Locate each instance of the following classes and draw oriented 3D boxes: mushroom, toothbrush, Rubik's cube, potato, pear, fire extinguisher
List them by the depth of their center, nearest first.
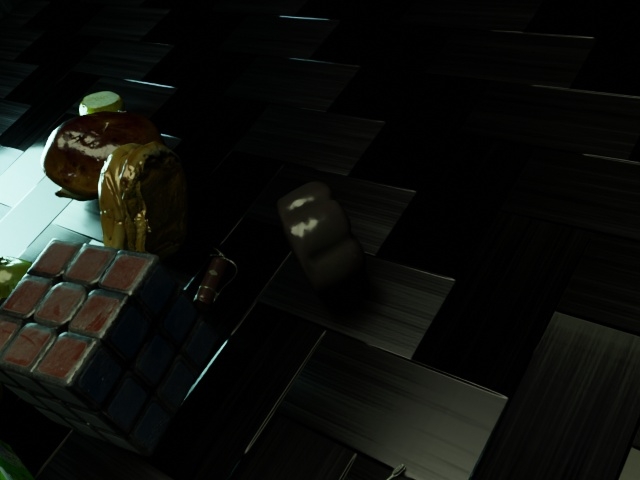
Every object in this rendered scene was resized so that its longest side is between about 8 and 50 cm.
[{"bbox_3d":[0.078,0.432,1.179,0.167,0.014,0.011,-37,54,-10],"label":"toothbrush"},{"bbox_3d":[-0.442,0.212,1.415,0.304,0.301,0.305,10,54,30],"label":"Rubik's cube"},{"bbox_3d":[-0.239,0.090,1.616,0.078,0.045,0.157,18,54,2],"label":"fire extinguisher"},{"bbox_3d":[-0.823,0.135,1.769,0.254,0.148,0.186,-11,71,6],"label":"potato"},{"bbox_3d":[-0.594,-0.222,1.969,0.346,0.259,0.345,6,41,-5],"label":"mushroom"},{"bbox_3d":[-0.689,-0.403,2.222,0.141,0.104,0.141,1,35,-1],"label":"pear"}]

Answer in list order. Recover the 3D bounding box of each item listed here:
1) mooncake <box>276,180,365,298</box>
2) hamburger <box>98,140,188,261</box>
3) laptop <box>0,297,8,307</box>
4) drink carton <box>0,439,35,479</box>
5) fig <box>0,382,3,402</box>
[{"bbox_3d":[0.000,0.000,1.456,0.133,0.244,0.245,-27,45,-5],"label":"mooncake"},{"bbox_3d":[-0.423,-0.087,1.664,0.158,0.318,0.318,0,50,10],"label":"hamburger"},{"bbox_3d":[-0.675,0.211,1.653,0.207,0.026,0.153,-1,89,23],"label":"laptop"},{"bbox_3d":[-0.641,0.477,1.361,0.271,0.161,0.108,27,66,39],"label":"drink carton"},{"bbox_3d":[-0.872,0.393,1.526,0.286,0.286,0.368,47,115,44],"label":"fig"}]
